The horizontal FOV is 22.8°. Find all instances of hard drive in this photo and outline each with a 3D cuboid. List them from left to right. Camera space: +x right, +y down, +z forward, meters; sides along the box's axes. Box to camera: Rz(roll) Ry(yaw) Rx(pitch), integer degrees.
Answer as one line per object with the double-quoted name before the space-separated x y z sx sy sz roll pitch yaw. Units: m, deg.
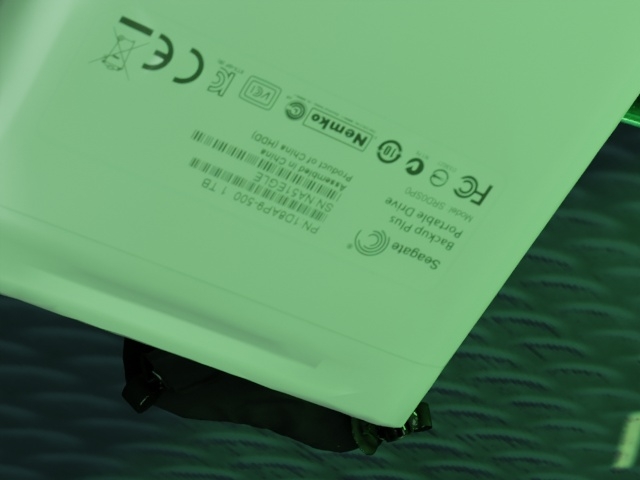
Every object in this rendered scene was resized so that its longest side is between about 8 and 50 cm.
"hard drive" 0.025 -0.108 0.556 0.233 0.047 0.353 22 113 -27

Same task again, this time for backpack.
"backpack" 0.000 0.000 0.721 0.152 0.115 0.182 11 125 -26

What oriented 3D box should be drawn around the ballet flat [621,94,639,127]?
"ballet flat" 0.137 -0.088 0.711 0.247 0.087 0.083 11 124 -24
